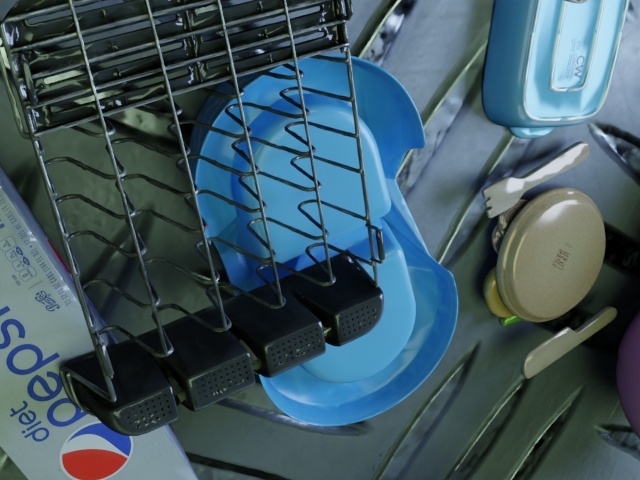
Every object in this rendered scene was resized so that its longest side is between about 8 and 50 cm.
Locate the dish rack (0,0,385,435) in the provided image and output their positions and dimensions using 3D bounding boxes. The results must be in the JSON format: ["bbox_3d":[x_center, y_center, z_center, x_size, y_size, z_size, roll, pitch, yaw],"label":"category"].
[{"bbox_3d":[-0.065,-0.032,0.498,0.208,0.074,0.272,-22,118,-25],"label":"dish rack"}]

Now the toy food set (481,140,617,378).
[{"bbox_3d":[0.195,0.013,0.770,0.132,0.038,0.192,-27,118,-20],"label":"toy food set"}]

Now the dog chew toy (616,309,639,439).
[{"bbox_3d":[0.394,0.051,0.789,0.206,0.206,0.332,3,105,-27],"label":"dog chew toy"}]

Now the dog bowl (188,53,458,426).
[{"bbox_3d":[0.000,0.000,0.642,0.165,0.074,0.297,-25,122,-13],"label":"dog bowl"}]

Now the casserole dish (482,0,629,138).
[{"bbox_3d":[0.188,-0.164,0.675,0.114,0.037,0.189,-6,117,-23],"label":"casserole dish"}]

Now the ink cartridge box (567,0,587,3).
[{"bbox_3d":[0.075,-0.239,0.460,0.100,0.237,0.172,16,106,-31],"label":"ink cartridge box"}]

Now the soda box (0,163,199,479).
[{"bbox_3d":[-0.182,0.081,0.578,0.091,0.098,0.286,-31,124,-11],"label":"soda box"}]
